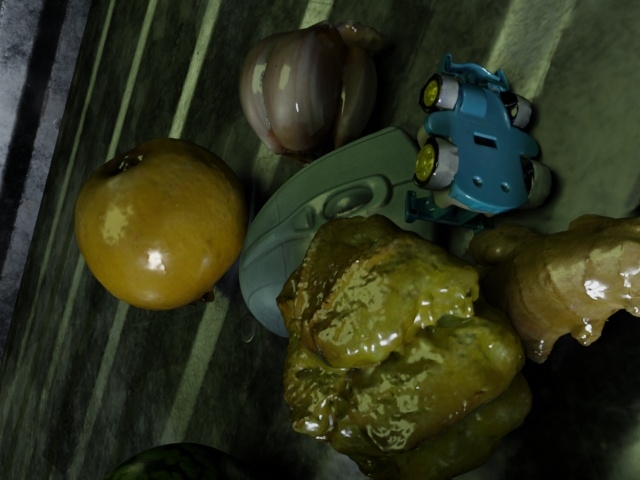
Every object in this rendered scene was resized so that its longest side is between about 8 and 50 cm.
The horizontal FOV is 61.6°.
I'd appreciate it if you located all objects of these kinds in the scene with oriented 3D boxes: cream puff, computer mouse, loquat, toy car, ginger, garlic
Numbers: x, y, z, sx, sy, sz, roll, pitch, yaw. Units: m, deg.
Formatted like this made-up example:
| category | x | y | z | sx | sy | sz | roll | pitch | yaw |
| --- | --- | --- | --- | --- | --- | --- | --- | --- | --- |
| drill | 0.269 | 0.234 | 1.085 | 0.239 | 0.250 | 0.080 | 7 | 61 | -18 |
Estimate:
| category | x | y | z | sx | sy | sz | roll | pitch | yaw |
| --- | --- | --- | --- | --- | --- | --- | --- | --- | --- |
| cream puff | 0.062 | 0.100 | 0.479 | 0.196 | 0.244 | 0.244 | -50 | 41 | -7 |
| computer mouse | 0.000 | 0.000 | 0.672 | 0.371 | 0.122 | 0.188 | -33 | 58 | 38 |
| loquat | -0.247 | -0.015 | 0.856 | 0.275 | 0.275 | 0.274 | -15 | 71 | 48 |
| toy car | 0.137 | -0.090 | 0.528 | 0.098 | 0.126 | 0.161 | 134 | 139 | -57 |
| ginger | 0.201 | 0.035 | 0.445 | 0.206 | 0.081 | 0.115 | -8 | 46 | 57 |
| garlic | -0.035 | -0.203 | 0.721 | 0.214 | 0.160 | 0.191 | 21 | 93 | 48 |

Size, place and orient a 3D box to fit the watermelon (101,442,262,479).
| category | x | y | z | sx | sy | sz | roll | pitch | yaw |
| --- | --- | --- | --- | --- | --- | --- | --- | --- | --- |
| watermelon | -0.181 | 0.402 | 0.663 | 0.285 | 0.285 | 0.284 | -15 | 71 | 48 |
